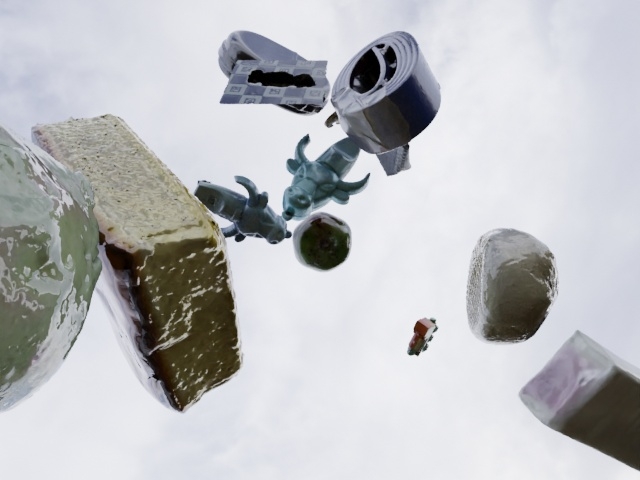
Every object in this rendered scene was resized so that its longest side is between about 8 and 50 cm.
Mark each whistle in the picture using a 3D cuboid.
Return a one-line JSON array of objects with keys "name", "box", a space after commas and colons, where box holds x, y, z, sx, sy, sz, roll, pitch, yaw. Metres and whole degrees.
[{"name": "whistle", "box": [0.001, -0.137, 1.062, 0.186, 0.274, 0.093, 33, -28, 11]}, {"name": "whistle", "box": [-0.188, -0.067, 1.184, 0.269, 0.093, 0.180, 24, -59, -20]}]

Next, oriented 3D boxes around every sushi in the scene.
[{"name": "sushi", "box": [-0.094, -0.327, 1.047, 0.215, 0.192, 0.051, 2, -43, 5]}]

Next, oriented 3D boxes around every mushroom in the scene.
[{"name": "mushroom", "box": [0.055, -0.346, 1.334, 0.101, 0.019, 0.049, -33, -24, -10]}]

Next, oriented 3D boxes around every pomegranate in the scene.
[{"name": "pomegranate", "box": [0.000, 0.000, 1.416, 0.181, 0.224, 0.182, -2, -80, -10]}]

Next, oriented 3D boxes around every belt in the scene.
[{"name": "belt", "box": [0.135, -0.327, 1.025, 0.212, 0.347, 0.117, -25, -56, 21]}]

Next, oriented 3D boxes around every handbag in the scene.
[{"name": "handbag", "box": [-0.111, -0.428, 1.225, 0.307, 0.254, 0.093, 18, -56, -25]}, {"name": "handbag", "box": [0.216, -0.327, 1.501, 0.088, 0.271, 0.175, -18, -33, -7]}]

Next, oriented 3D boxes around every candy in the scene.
[{"name": "candy", "box": [0.648, 0.370, 1.066, 0.358, 0.145, 0.208, 30, -76, -19]}]

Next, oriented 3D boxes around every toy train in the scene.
[{"name": "toy train", "box": [0.384, 0.372, 1.835, 0.118, 0.074, 0.176, -8, -52, -50]}]

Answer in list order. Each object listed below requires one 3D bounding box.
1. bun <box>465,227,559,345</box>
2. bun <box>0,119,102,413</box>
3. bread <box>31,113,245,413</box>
[{"name": "bun", "box": [0.272, 0.062, 0.672, 0.113, 0.173, 0.167, 7, -31, 9]}, {"name": "bun", "box": [-0.266, -0.016, 0.358, 0.179, 0.283, 0.283, -41, -55, -25]}, {"name": "bread", "box": [-0.246, 0.028, 0.657, 0.143, 0.333, 0.324, -27, -41, -28]}]
